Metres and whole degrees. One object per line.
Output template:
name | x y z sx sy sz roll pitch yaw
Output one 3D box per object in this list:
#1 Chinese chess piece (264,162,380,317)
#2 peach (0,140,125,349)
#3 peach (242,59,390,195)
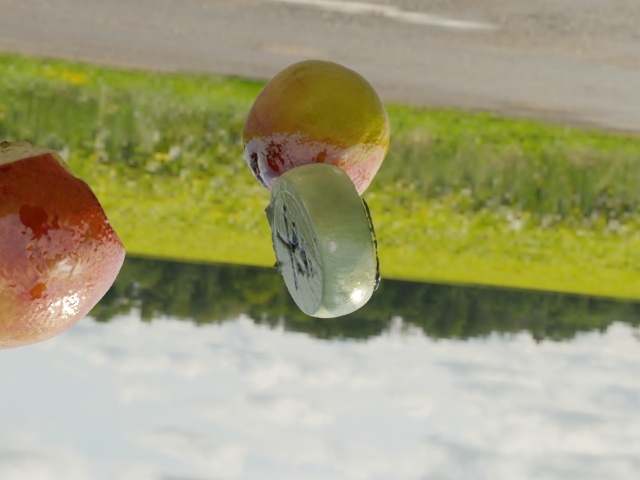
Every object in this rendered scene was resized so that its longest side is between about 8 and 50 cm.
Chinese chess piece | 0.000 0.000 1.699 0.083 0.188 0.188 -13 -176 -18
peach | -0.457 0.018 1.999 0.380 0.306 0.242 -13 -158 -29
peach | -0.006 -0.161 2.175 0.231 0.231 0.231 6 178 0
